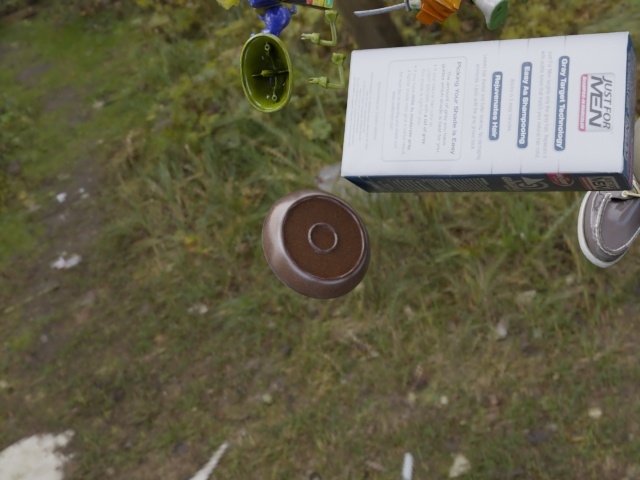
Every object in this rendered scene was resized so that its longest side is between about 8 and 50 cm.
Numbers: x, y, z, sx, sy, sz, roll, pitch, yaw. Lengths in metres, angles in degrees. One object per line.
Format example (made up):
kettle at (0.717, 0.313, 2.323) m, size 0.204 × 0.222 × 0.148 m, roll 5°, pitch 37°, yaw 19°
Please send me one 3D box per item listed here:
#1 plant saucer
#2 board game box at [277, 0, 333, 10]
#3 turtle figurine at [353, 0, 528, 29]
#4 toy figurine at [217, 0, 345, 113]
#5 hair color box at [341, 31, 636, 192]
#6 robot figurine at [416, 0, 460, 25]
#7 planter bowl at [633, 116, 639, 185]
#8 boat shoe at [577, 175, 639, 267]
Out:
plant saucer at (0.000, 0.000, 1.400) m, size 0.168 × 0.168 × 0.029 m, roll -38°, pitch -3°, yaw -28°
board game box at (-0.042, -0.397, 1.271) m, size 0.141 × 0.170 × 0.048 m, roll 6°, pitch 8°, yaw -17°
turtle figurine at (0.253, -0.485, 1.811) m, size 0.266 × 0.275 × 0.198 m, roll 41°, pitch 39°, yaw 22°
toy figurine at (-0.058, -0.406, 1.635) m, size 0.191 × 0.362 × 0.217 m, roll -12°, pitch 8°, yaw 9°
hair color box at (0.208, -0.152, 1.221) m, size 0.347 × 0.105 × 0.174 m, roll 1°, pitch 80°, yaw 25°
robot figurine at (0.151, -0.458, 1.378) m, size 0.085 × 0.211 × 0.291 m, roll -32°, pitch 37°, yaw 57°
planter bowl at (0.538, -0.113, 1.454) m, size 0.162 × 0.162 × 0.109 m, roll -4°, pitch 35°, yaw 23°
boat shoe at (0.563, -0.091, 1.761) m, size 0.324 × 0.116 × 0.097 m, roll -54°, pitch 5°, yaw -30°
